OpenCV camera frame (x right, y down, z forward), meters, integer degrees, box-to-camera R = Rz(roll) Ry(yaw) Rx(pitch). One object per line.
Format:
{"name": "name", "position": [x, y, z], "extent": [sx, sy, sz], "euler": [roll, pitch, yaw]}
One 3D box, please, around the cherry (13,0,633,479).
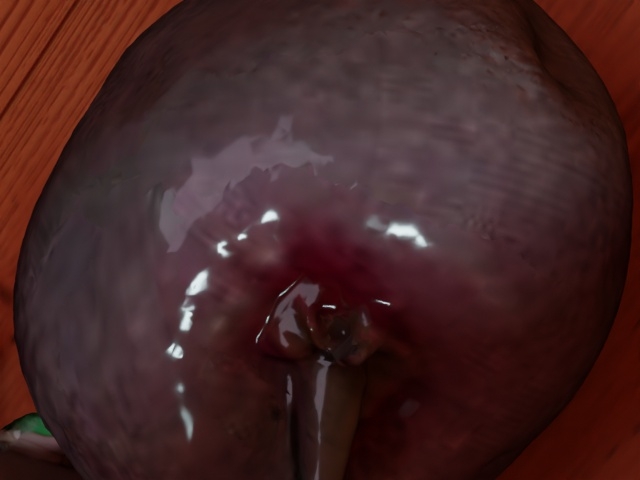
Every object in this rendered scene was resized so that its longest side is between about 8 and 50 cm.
{"name": "cherry", "position": [0.000, 0.000, 0.609], "extent": [0.213, 0.183, 0.266], "euler": [-37, 35, 12]}

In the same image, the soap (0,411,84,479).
{"name": "soap", "position": [-0.099, 0.222, 0.685], "extent": [0.218, 0.098, 0.273], "euler": [-55, 43, 15]}
